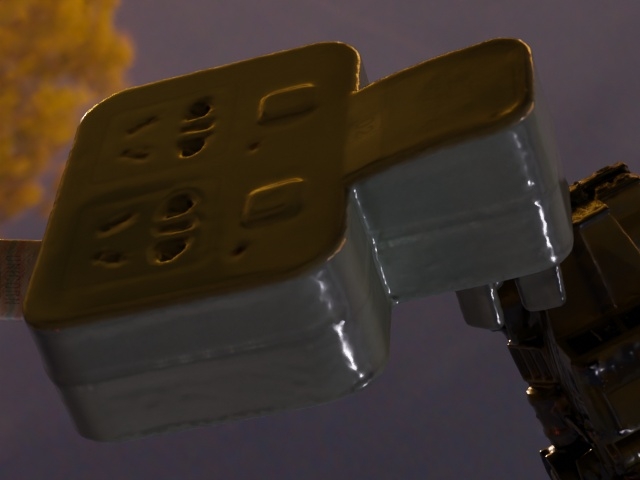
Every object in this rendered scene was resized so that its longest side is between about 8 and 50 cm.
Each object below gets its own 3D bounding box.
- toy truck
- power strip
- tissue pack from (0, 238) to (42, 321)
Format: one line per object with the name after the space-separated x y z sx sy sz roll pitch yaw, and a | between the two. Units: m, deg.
0.185 0.091 1.123 0.127 0.257 0.127 -27 -170 -2 | toy truck
0.000 0.000 1.017 0.261 0.141 0.229 -13 -147 12 | power strip
-0.173 0.028 1.313 0.108 0.056 0.023 0 174 -3 | tissue pack
